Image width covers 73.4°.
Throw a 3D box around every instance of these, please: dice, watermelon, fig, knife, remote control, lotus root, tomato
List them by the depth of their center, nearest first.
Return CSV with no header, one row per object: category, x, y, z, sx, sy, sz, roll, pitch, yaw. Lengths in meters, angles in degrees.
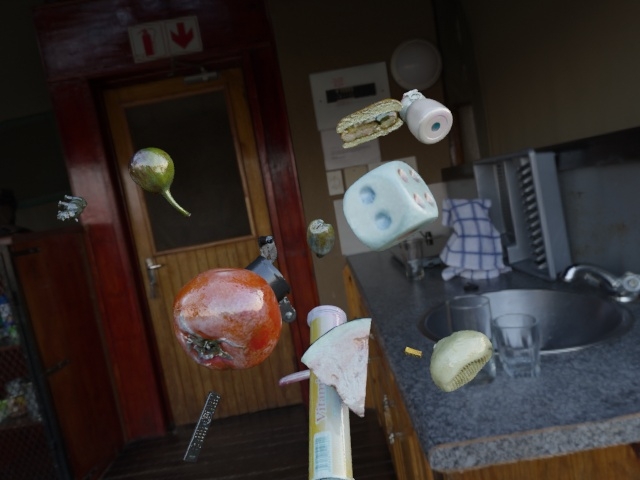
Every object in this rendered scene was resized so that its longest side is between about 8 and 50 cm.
tomato,-0.186,0.155,0.894,0.231,0.232,0.189,-7,33,22
watermelon,0.049,0.285,0.970,0.136,0.202,0.207,2,-34,19
fig,-0.498,-0.171,1.353,0.149,0.245,0.149,-34,4,2
remote control,-0.433,0.679,1.571,0.025,0.245,0.063,6,-24,33
dice,0.268,-0.130,1.655,0.264,0.263,0.268,-37,-13,33
lotus root,0.000,0.000,1.697,0.113,0.192,0.088,25,50,19
knife,-0.083,0.683,2.191,0.277,0.053,0.123,-4,35,-25

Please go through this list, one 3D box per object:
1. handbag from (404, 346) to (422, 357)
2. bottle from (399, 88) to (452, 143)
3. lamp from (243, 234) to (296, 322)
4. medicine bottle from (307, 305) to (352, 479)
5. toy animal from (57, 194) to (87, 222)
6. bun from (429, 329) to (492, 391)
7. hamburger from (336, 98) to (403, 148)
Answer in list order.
handbag,0.479,0.581,2.212,0.083,0.027,0.061,13,-28,24
bottle,0.383,-0.484,1.647,0.147,0.148,0.236,-11,42,-16
lamp,-0.269,0.196,1.742,0.272,0.374,0.205,-22,8,-20
medicine bottle,0.016,0.355,1.021,0.108,0.108,0.426,-9,42,8
toy animal,-0.715,-0.089,1.231,0.065,0.047,0.136,6,24,-16
bun,0.413,0.349,1.299,0.222,0.222,0.127,-14,45,-35
hamburger,0.191,-0.461,1.643,0.262,0.124,0.131,-16,31,18
